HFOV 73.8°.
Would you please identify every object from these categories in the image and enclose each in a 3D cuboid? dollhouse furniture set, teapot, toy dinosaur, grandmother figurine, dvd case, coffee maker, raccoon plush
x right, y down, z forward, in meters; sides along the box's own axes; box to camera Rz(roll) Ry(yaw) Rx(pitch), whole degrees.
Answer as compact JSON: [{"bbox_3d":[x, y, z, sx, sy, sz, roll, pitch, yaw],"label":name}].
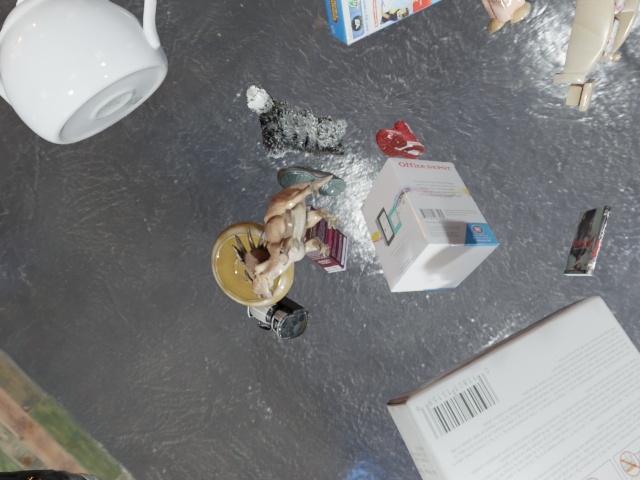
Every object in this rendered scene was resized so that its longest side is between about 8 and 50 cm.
[{"bbox_3d":[0.419,-0.309,0.544,0.173,0.303,0.356,18,129,33],"label":"dollhouse furniture set"},{"bbox_3d":[-0.375,-0.287,0.649,0.256,0.252,0.187,-43,106,-27],"label":"teapot"},{"bbox_3d":[-0.081,-0.027,0.896,0.200,0.127,0.296,4,69,44],"label":"toy dinosaur"},{"bbox_3d":[0.427,-0.722,1.110,0.342,0.104,0.207,40,151,-28],"label":"grandmother figurine"},{"bbox_3d":[0.462,0.003,0.741,0.013,0.087,0.120,16,88,8],"label":"dvd case"},{"bbox_3d":[-0.123,0.229,1.401,0.178,0.171,0.120,25,135,39],"label":"coffee maker"},{"bbox_3d":[-0.065,-0.410,1.565,0.299,0.446,0.216,6,96,10],"label":"raccoon plush"}]

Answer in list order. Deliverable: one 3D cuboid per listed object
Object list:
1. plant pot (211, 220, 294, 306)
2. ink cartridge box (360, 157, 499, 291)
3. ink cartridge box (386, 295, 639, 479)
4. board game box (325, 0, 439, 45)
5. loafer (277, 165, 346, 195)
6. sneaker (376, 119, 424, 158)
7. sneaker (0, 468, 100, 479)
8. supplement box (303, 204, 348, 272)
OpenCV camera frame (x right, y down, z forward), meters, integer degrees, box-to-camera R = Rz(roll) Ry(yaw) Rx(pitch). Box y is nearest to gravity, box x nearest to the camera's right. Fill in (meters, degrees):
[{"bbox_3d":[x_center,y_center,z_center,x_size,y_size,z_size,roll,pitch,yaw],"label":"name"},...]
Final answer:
[{"bbox_3d":[-0.184,0.068,1.104,0.236,0.032,0.237,4,105,16],"label":"plant pot"},{"bbox_3d":[0.254,-0.040,1.060,0.198,0.270,0.197,0,143,-22],"label":"ink cartridge box"},{"bbox_3d":[0.241,0.213,0.422,0.275,0.060,0.239,-20,72,-20],"label":"ink cartridge box"},{"bbox_3d":[0.144,-0.653,0.946,0.301,0.086,0.308,-30,141,-11],"label":"board game box"},{"bbox_3d":[-0.039,-0.214,1.507,0.267,0.084,0.096,6,127,-32],"label":"loafer"},{"bbox_3d":[0.247,-0.353,1.440,0.087,0.221,0.128,-44,54,30],"label":"sneaker"},{"bbox_3d":[-0.300,0.229,0.326,0.234,0.078,0.106,-9,142,-20],"label":"sneaker"},{"bbox_3d":[0.000,0.000,1.429,0.073,0.130,0.239,-12,145,32],"label":"supplement box"}]
